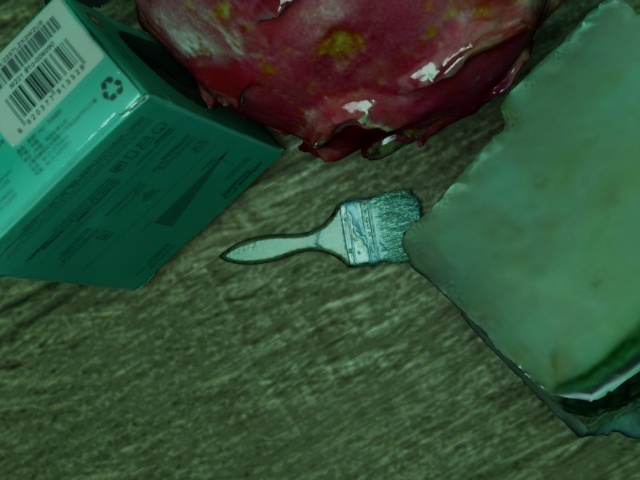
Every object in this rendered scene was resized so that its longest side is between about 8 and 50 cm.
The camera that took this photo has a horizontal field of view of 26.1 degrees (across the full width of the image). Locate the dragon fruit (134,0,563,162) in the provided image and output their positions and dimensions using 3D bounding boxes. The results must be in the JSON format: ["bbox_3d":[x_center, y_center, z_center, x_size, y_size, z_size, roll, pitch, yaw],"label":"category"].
[{"bbox_3d":[0.051,-0.205,1.101,0.386,0.371,0.249,-27,99,19],"label":"dragon fruit"}]

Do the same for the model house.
[{"bbox_3d":[0.260,0.001,1.124,0.298,0.284,0.243,-45,63,0],"label":"model house"}]

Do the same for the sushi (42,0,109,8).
[{"bbox_3d":[-0.169,-0.309,1.177,0.279,0.043,0.192,-41,93,-25],"label":"sushi"}]

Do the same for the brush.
[{"bbox_3d":[0.000,0.000,1.288,0.196,0.021,0.070,-9,91,10],"label":"brush"}]

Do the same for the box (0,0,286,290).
[{"bbox_3d":[-0.182,-0.068,1.158,0.205,0.311,0.118,-41,75,12],"label":"box"}]
